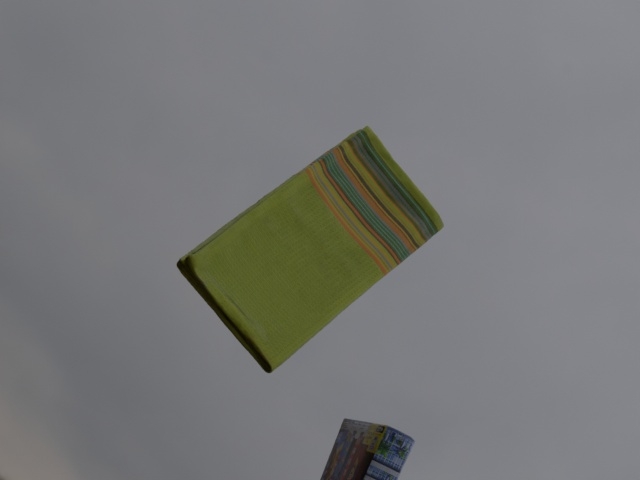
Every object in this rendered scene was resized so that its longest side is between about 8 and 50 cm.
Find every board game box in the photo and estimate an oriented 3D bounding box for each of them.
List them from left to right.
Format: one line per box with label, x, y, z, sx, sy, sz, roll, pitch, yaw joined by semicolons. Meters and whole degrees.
board game box;0.029;0.281;1.686;0.060;0.194;0.194;25;-8;-8

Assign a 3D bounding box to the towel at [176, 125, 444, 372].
towel;0.000;0.000;1.209;0.102;0.237;0.021;48;-47;3
